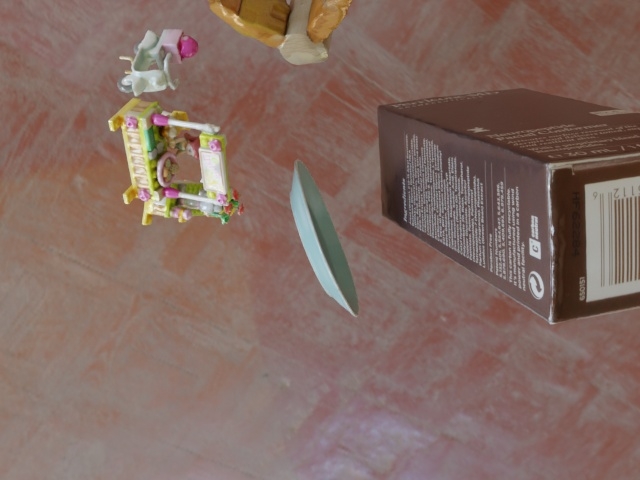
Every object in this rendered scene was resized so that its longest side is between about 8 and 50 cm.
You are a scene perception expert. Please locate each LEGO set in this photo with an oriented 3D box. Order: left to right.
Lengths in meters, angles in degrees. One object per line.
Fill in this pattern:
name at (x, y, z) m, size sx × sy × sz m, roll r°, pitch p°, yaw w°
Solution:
LEGO set at (-0.116, -0.069, 0.964) m, size 0.107 × 0.132 × 0.287 m, roll 10°, pitch 151°, yaw 18°

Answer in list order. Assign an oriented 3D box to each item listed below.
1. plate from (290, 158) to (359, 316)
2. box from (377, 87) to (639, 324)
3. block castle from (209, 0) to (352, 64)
plate at (0.000, 0.000, 1.074) m, size 0.024 × 0.188 × 0.188 m, roll -21°, pitch 124°, yaw 8°
box at (0.208, -0.055, 0.928) m, size 0.191 × 0.381 × 0.143 m, roll -9°, pitch 105°, yaw -16°
block castle at (-0.023, -0.398, 0.884) m, size 0.303 × 0.212 × 0.453 m, roll 21°, pitch 149°, yaw -17°
